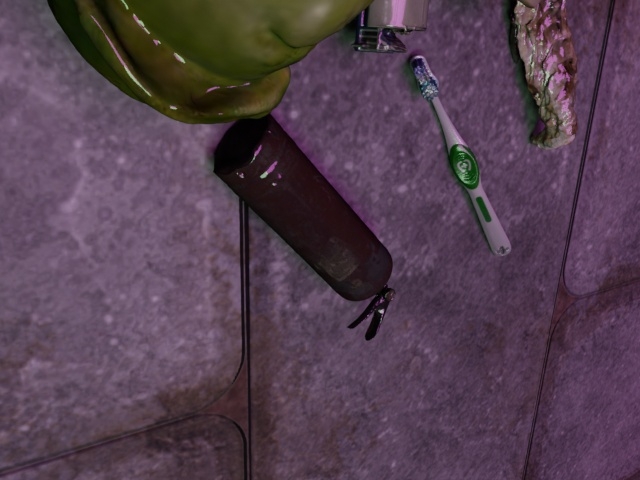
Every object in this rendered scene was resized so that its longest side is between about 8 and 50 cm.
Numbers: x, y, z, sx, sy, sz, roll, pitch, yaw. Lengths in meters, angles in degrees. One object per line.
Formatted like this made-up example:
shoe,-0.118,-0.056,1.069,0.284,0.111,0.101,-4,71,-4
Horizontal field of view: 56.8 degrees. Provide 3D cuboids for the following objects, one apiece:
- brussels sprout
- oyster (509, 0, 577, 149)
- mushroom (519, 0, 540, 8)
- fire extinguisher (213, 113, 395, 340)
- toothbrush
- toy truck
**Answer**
brussels sprout,-0.047,-0.220,0.352,0.227,0.259,0.295,7,80,-42
oyster,0.269,-0.210,0.673,0.106,0.061,0.200,-42,125,-13
mushroom,0.218,-0.363,0.499,0.292,0.293,0.290,2,143,-33
fire extinguisher,0.000,0.000,0.579,0.089,0.072,0.268,-53,127,-12
toothbrush,0.168,-0.083,0.683,0.030,0.030,0.304,-44,127,-10
toy truck,0.059,-0.265,0.503,0.074,0.088,0.202,-6,111,-29
